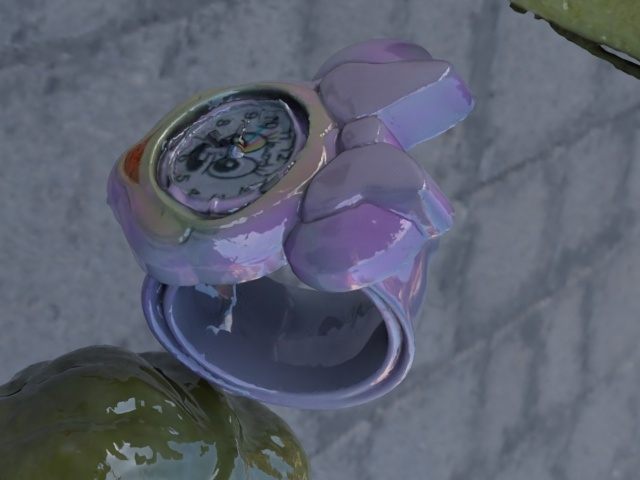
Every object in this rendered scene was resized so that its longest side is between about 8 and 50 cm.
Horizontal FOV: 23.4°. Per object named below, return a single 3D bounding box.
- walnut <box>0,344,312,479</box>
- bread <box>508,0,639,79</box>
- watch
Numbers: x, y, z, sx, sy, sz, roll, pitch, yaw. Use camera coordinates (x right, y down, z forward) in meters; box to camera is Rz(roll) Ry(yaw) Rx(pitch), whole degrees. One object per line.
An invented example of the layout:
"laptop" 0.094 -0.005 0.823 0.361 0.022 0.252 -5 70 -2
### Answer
"walnut" -0.156 0.209 1.152 0.282 0.277 0.253 45 35 -18
"bread" 0.219 -0.185 1.073 0.346 0.405 0.242 -35 112 -48
"watch" 0.000 0.000 1.045 0.217 0.249 0.210 64 31 -43
